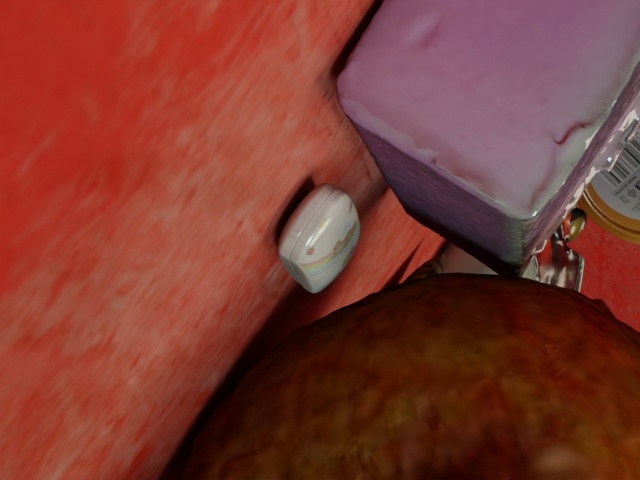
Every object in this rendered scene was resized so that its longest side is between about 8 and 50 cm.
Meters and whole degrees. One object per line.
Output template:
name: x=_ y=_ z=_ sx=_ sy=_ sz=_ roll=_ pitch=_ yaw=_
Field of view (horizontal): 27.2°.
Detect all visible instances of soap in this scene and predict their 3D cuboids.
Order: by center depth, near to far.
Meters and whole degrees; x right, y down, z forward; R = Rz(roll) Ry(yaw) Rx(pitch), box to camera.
soap: x=0.095 y=-0.083 z=0.511 sx=0.181 sy=0.081 sz=0.259 roll=-57 pitch=169 yaw=1

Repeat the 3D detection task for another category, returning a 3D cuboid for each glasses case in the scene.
glasses case: x=0.000 y=0.000 z=0.495 sx=0.032 sy=0.021 sz=0.083 roll=-57 pitch=170 yaw=-8

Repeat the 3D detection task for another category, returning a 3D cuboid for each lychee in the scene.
lychee: x=0.049 y=0.135 z=0.554 sx=0.255 sy=0.255 sz=0.300 roll=-56 pitch=158 yaw=1

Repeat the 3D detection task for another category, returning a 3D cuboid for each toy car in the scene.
toy car: x=0.142 y=0.021 z=1.055 sx=0.112 sy=0.112 sz=0.139 roll=-17 pitch=127 yaw=-48

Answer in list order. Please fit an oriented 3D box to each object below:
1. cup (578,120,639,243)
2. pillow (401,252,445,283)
cup: x=0.293 y=-0.122 z=1.096 sx=0.264 sy=0.182 sz=0.226 roll=-43 pitch=126 yaw=-58
pillow: x=0.020 y=0.097 z=0.858 sx=0.203 sy=0.038 sz=0.113 roll=-47 pitch=168 yaw=-43
